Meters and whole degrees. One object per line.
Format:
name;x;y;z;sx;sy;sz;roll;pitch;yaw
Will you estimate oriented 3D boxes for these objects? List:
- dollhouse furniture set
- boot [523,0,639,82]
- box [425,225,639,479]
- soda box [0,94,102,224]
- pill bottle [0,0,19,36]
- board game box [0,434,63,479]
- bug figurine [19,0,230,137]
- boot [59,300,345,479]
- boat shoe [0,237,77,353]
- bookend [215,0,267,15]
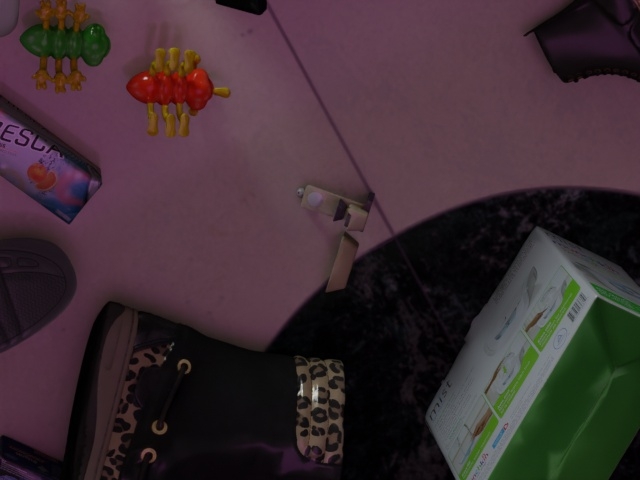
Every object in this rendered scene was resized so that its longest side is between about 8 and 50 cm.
dollhouse furniture set;0.000;0.000;1.797;0.081;0.091;0.114;18;108;2
boot;0.320;-0.181;1.794;0.137;0.077;0.198;-33;97;7
box;0.241;0.150;1.798;0.127;0.231;0.262;25;102;-15
soda box;-0.311;-0.097;1.717;0.183;0.063;0.058;37;99;-18
pill bottle;-0.475;-0.312;1.534;0.408;0.229;0.229;3;107;-10
board game box;-0.311;0.343;1.863;0.194;0.060;0.194;28;102;-17
bug figurine;-0.184;-0.250;1.682;0.216;0.072;0.279;5;102;-17
boot;-0.131;0.270;1.790;0.284;0.138;0.377;10;78;-16
boat shoe;-0.405;0.091;1.755;0.320;0.103;0.118;-28;91;-5
bookend;-0.035;-0.325;1.657;0.157;0.072;0.156;-28;122;-31
